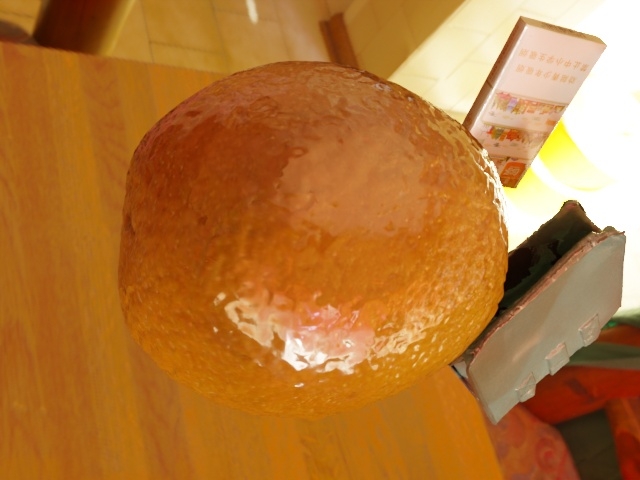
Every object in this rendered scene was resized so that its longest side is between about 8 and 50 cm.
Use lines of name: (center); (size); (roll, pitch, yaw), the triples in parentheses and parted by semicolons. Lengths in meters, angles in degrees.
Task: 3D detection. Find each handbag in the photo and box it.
handbag: (0.277, 0.097, 0.957); (0.100, 0.269, 0.274); (47, -1, 36)

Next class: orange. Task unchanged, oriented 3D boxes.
orange: (0.000, 0.000, 0.667); (0.357, 0.322, 0.321); (4, 60, -17)

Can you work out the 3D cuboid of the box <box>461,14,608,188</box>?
box: (0.246, -0.162, 0.893); (0.122, 0.220, 0.032); (6, 40, -23)
